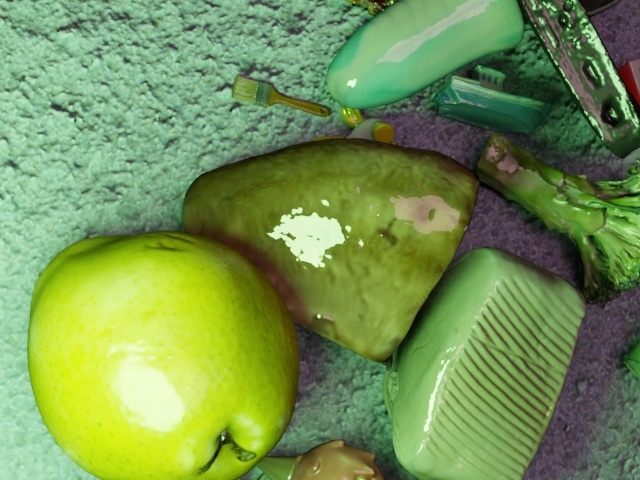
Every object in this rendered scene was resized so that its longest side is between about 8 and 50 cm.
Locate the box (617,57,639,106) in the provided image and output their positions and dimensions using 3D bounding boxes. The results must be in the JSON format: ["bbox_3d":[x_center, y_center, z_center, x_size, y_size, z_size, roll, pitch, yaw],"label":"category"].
[{"bbox_3d":[0.658,-0.290,2.164,0.229,0.050,0.123,-17,86,-20],"label":"box"}]

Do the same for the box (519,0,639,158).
[{"bbox_3d":[0.430,-0.307,1.950,0.091,0.350,0.359,-28,93,14],"label":"box"}]

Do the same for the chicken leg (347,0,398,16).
[{"bbox_3d":[0.093,-0.424,1.973,0.207,0.101,0.085,24,104,-24],"label":"chicken leg"}]

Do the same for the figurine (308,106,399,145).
[{"bbox_3d":[0.042,-0.139,1.917,0.178,0.109,0.129,-41,70,-20],"label":"figurine"}]

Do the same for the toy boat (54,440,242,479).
[{"bbox_3d":[-0.255,0.333,1.751,0.293,0.055,0.093,26,74,-13],"label":"toy boat"}]

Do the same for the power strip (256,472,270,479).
[{"bbox_3d":[-0.073,0.488,1.784,0.198,0.064,0.213,43,58,-3],"label":"power strip"}]

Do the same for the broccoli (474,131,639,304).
[{"bbox_3d":[0.446,-0.080,1.998,0.252,0.221,0.361,-41,97,16],"label":"broccoli"}]

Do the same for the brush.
[{"bbox_3d":[-0.064,-0.231,1.927,0.170,0.014,0.043,14,76,-18],"label":"brush"}]

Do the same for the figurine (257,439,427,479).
[{"bbox_3d":[0.055,0.401,1.739,0.387,0.207,0.166,28,49,6],"label":"figurine"}]

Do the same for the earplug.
[{"bbox_3d":[0.153,-0.318,1.922,0.324,0.185,0.185,-34,93,-12],"label":"earplug"}]

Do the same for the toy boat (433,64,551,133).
[{"bbox_3d":[0.299,-0.253,2.015,0.215,0.088,0.102,13,74,-15],"label":"toy boat"}]

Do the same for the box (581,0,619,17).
[{"bbox_3d":[0.477,-0.513,2.093,0.148,0.129,0.210,-30,93,-19],"label":"box"}]

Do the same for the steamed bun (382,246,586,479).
[{"bbox_3d":[0.239,0.207,1.852,0.247,0.236,0.383,26,80,-22],"label":"steamed bun"}]

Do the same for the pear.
[{"bbox_3d":[-0.218,0.160,1.617,0.362,0.418,0.362,-25,134,-29],"label":"pear"}]

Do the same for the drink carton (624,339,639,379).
[{"bbox_3d":[0.618,0.192,2.035,0.144,0.146,0.142,41,79,-8],"label":"drink carton"}]

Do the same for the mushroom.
[{"bbox_3d":[0.003,-0.038,1.770,0.397,0.313,0.224,25,30,-9],"label":"mushroom"}]
